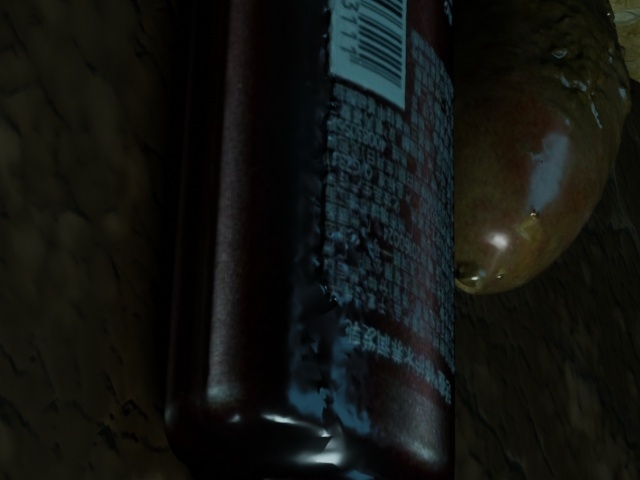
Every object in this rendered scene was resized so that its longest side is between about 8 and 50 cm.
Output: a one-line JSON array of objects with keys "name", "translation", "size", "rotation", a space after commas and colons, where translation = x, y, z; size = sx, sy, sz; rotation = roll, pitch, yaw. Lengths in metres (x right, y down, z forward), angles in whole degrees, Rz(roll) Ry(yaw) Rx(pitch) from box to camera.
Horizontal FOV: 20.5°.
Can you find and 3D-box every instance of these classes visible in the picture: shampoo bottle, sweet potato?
[{"name": "shampoo bottle", "translation": [0.000, 0.000, 0.634], "size": [0.129, 0.084, 0.323], "rotation": [33, 50, -49]}, {"name": "sweet potato", "translation": [0.089, -0.115, 0.841], "size": [0.109, 0.109, 0.385], "rotation": [54, 29, -37]}]

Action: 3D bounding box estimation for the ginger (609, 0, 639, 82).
[{"name": "ginger", "translation": [0.193, -0.163, 1.102], "size": [0.165, 0.067, 0.096], "rotation": [56, 31, -58]}]
